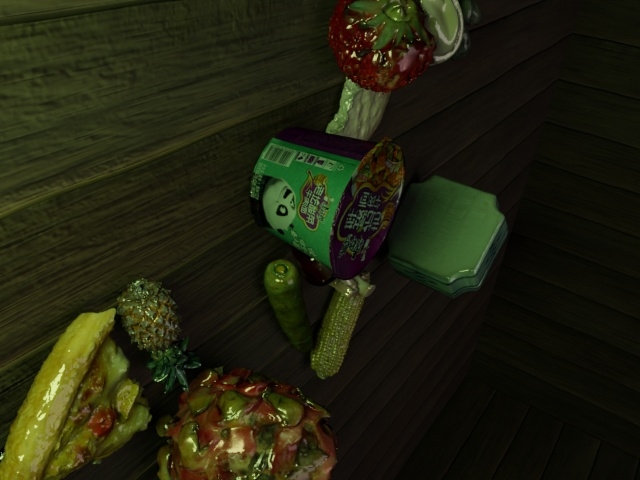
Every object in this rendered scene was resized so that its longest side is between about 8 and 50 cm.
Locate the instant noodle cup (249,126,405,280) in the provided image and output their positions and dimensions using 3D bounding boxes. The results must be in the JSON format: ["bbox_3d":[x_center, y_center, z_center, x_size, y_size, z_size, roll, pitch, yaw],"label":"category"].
[{"bbox_3d":[0.006,-0.080,1.093,0.251,0.190,0.251,-43,146,-40],"label":"instant noodle cup"}]

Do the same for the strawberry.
[{"bbox_3d":[0.094,-0.337,1.081,0.201,0.187,0.184,141,-30,-70],"label":"strawberry"}]

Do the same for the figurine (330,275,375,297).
[{"bbox_3d":[0.079,-0.003,1.356,0.162,0.141,0.236,3,109,-68],"label":"figurine"}]

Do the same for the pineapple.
[{"bbox_3d":[-0.239,0.133,0.925,0.083,0.103,0.221,-29,138,-20],"label":"pineapple"}]

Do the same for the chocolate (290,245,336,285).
[{"bbox_3d":[0.000,0.000,1.224,0.148,0.125,0.080,-47,146,-18],"label":"chocolate"}]

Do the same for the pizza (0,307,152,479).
[{"bbox_3d":[-0.302,0.233,0.880,0.288,0.075,0.279,39,69,-70],"label":"pizza"}]

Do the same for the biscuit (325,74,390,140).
[{"bbox_3d":[0.075,-0.252,1.255,0.265,0.040,0.188,-51,153,-29],"label":"biscuit"}]

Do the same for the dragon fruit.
[{"bbox_3d":[-0.163,0.364,1.111,0.263,0.314,0.296,41,50,-19],"label":"dragon fruit"}]

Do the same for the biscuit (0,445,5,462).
[{"bbox_3d":[-0.400,0.303,0.827,0.087,0.027,0.089,-67,155,-1],"label":"biscuit"}]

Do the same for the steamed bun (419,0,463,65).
[{"bbox_3d":[0.192,-0.422,1.178,0.106,0.183,0.183,-40,150,-6],"label":"steamed bun"}]

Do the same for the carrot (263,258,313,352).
[{"bbox_3d":[-0.059,0.155,1.319,0.074,0.074,0.358,-53,155,-25],"label":"carrot"}]

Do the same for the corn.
[{"bbox_3d":[0.045,0.201,1.540,0.086,0.087,0.288,14,97,-64],"label":"corn"}]

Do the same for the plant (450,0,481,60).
[{"bbox_3d":[0.265,-0.498,1.283,0.274,0.149,0.146,82,3,-55],"label":"plant"}]

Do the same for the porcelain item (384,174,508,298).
[{"bbox_3d":[0.331,-0.011,1.677,0.285,0.281,0.157,-61,152,-13],"label":"porcelain item"}]
